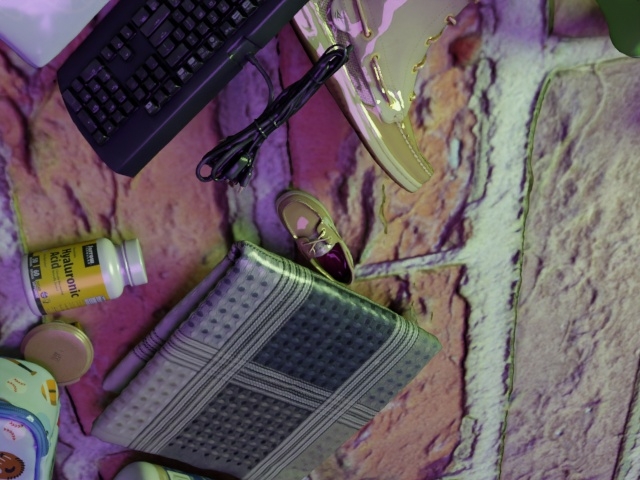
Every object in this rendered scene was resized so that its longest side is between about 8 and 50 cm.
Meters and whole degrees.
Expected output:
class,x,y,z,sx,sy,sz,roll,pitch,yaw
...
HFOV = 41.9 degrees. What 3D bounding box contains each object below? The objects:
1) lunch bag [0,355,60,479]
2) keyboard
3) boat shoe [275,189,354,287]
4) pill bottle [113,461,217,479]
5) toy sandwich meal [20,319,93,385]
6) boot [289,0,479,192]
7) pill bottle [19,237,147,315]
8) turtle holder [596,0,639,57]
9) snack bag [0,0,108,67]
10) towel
class,x,y,z,sx,sy,sz,roll,pitch,yaw
lunch bag,-0.417,0.257,0.904,0.243,0.115,0.304,9,119,-14
keyboard,-0.076,-0.173,0.712,0.317,0.033,0.201,-43,83,13
boat shoe,0.000,0.000,0.913,0.050,0.045,0.135,-37,126,7
pill bottle,-0.139,0.383,1.055,0.264,0.153,0.153,25,112,-29
toy sandwich meal,-0.286,0.122,0.916,0.085,0.029,0.086,-3,115,-7
boot,0.098,-0.189,0.787,0.203,0.095,0.262,-32,116,5
pill bottle,-0.238,0.033,0.848,0.116,0.065,0.065,-13,125,-10
turtle holder,0.333,-0.292,0.710,0.227,0.243,0.320,-38,118,-12
snack bag,-0.225,-0.336,0.626,0.342,0.037,0.323,-43,124,12
towel,-0.066,0.163,0.987,0.312,0.056,0.324,27,117,-33
